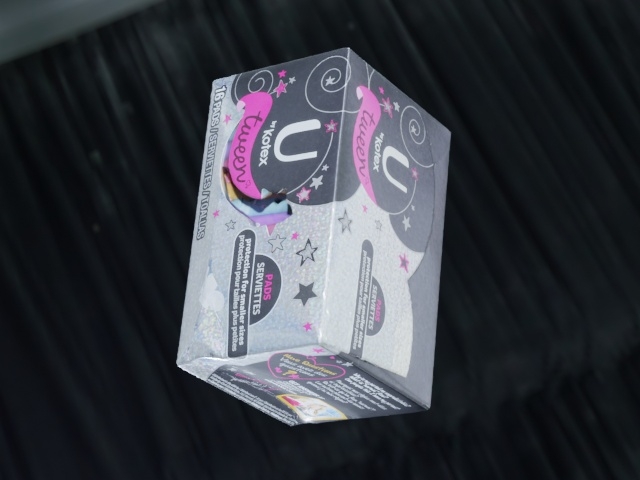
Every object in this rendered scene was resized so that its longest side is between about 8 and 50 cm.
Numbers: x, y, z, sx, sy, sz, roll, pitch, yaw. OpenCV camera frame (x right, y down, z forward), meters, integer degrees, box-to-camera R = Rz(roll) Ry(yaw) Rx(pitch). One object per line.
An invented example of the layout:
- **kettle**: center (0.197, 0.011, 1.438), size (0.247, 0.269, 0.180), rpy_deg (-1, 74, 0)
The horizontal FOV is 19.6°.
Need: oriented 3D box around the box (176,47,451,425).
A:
- **box**: center (0.000, 0.000, 1.456), size (0.142, 0.247, 0.163), rpy_deg (-11, 152, 33)
